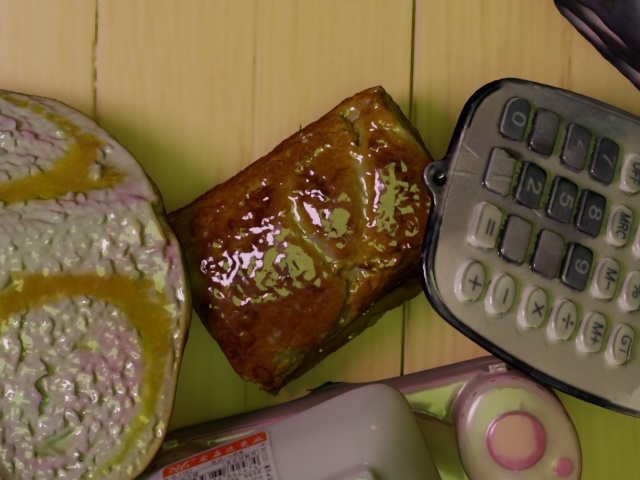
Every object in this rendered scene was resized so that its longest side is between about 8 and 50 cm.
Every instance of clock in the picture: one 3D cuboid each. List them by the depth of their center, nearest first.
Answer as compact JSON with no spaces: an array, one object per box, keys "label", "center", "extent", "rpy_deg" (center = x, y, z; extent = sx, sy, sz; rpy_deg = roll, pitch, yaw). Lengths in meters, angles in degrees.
[{"label":"clock","center":[0.042,0.242,1.172],"extent":[0.284,0.114,0.309],"rpy_deg":[-14,96,-1]}]

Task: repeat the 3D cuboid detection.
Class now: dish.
[{"label":"dish","center":[-0.025,0.187,1.070],"extent":[0.212,0.077,0.151],"rpy_deg":[-21,99,2]}]

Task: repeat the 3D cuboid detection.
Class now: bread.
[{"label":"bread","center":[-0.176,0.027,1.129],"extent":[0.158,0.156,0.261],"rpy_deg":[-11,86,-24]},{"label":"bread","center":[0.000,0.000,1.152],"extent":[0.172,0.103,0.132],"rpy_deg":[-33,89,5]}]

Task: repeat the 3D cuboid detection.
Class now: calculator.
[{"label":"calculator","center":[0.170,0.009,1.135],"extent":[0.268,0.040,0.177],"rpy_deg":[26,73,-26]}]

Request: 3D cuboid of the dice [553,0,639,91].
[{"label":"dice","center":[0.252,-0.158,1.104],"extent":[0.182,0.181,0.183],"rpy_deg":[43,91,-5]}]
